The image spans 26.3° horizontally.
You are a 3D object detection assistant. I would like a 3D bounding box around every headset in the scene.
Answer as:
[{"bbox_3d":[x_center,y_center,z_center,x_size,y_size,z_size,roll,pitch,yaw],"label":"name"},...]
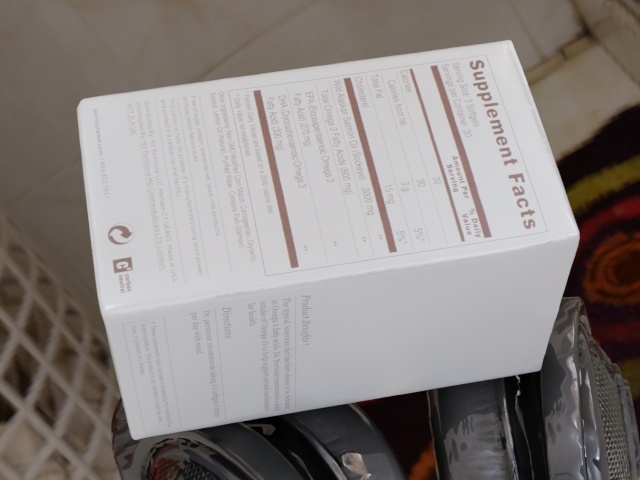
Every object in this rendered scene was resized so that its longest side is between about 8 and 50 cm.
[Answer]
[{"bbox_3d":[0.043,0.136,0.634,0.243,0.185,0.394,-16,22,-10],"label":"headset"}]

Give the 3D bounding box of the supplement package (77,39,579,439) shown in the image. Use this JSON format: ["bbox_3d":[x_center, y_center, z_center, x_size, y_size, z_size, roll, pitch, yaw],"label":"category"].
[{"bbox_3d":[0.000,0.000,0.559,0.179,0.105,0.105,-8,56,-7],"label":"supplement package"}]
